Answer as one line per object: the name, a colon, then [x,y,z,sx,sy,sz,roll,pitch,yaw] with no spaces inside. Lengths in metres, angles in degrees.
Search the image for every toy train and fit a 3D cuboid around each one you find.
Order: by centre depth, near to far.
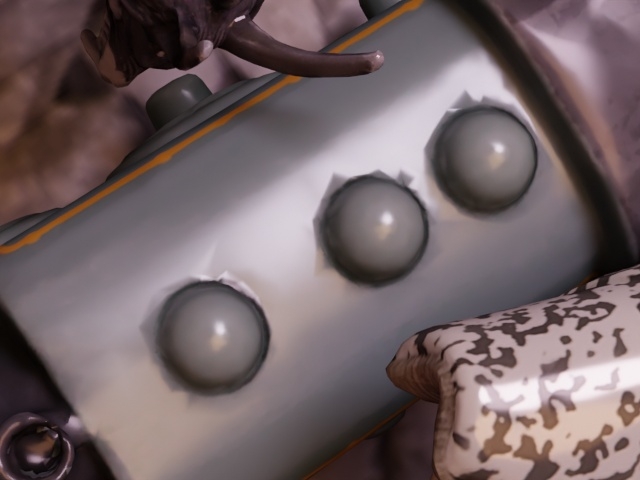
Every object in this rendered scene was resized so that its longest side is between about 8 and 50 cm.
toy train: [0.000,0.000,0.497,0.334,0.190,0.142,-32,91,-16]

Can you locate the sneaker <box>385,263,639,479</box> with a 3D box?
sneaker: [0.059,0.144,0.483,0.182,0.158,0.410,-4,128,-16]

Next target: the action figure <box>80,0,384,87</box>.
action figure: [-0.068,-0.129,0.477,0.164,0.141,0.276,-5,58,-27]
